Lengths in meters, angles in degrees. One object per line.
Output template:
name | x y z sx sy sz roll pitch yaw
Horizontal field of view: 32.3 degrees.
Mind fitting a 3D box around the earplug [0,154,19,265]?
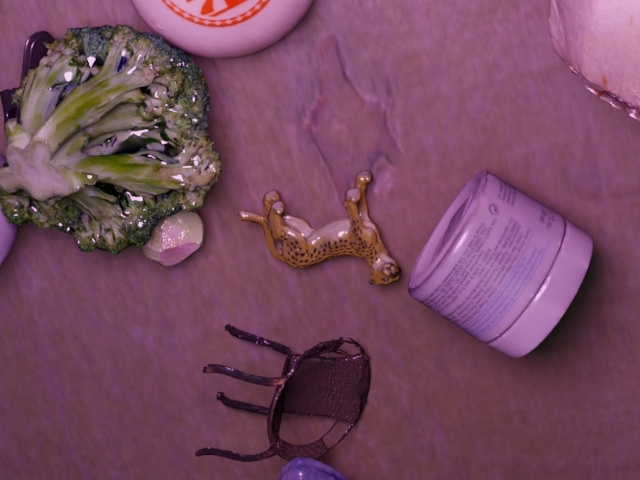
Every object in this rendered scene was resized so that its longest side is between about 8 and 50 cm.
earplug | -0.509 -0.079 1.332 0.325 0.175 0.214 39 116 -9

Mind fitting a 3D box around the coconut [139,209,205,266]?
coconut | -0.191 -0.010 1.381 0.082 0.081 0.083 -7 101 -30

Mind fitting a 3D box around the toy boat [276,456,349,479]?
toy boat | 0.009 0.387 1.467 0.127 0.078 0.283 -9 134 12

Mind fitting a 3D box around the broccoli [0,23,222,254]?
broccoli | -0.249 -0.113 1.253 0.265 0.245 0.294 42 132 6

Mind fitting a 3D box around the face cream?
face cream | 0.207 0.027 1.299 0.153 0.177 0.177 33 111 -5

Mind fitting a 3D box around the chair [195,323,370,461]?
chair | -0.041 0.199 1.414 0.213 0.149 0.174 7 110 -1

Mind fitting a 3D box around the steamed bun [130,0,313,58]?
steamed bun | -0.114 -0.310 1.218 0.232 0.145 0.232 2 112 5

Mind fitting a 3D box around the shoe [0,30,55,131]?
shoe | -0.358 -0.183 1.342 0.053 0.062 0.159 27 118 21

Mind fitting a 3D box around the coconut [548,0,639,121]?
coconut | 0.414 -0.280 1.077 0.346 0.346 0.360 27 113 -5

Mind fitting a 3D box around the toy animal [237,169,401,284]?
toy animal | 0.000 0.000 1.369 0.181 0.073 0.136 -11 117 6
